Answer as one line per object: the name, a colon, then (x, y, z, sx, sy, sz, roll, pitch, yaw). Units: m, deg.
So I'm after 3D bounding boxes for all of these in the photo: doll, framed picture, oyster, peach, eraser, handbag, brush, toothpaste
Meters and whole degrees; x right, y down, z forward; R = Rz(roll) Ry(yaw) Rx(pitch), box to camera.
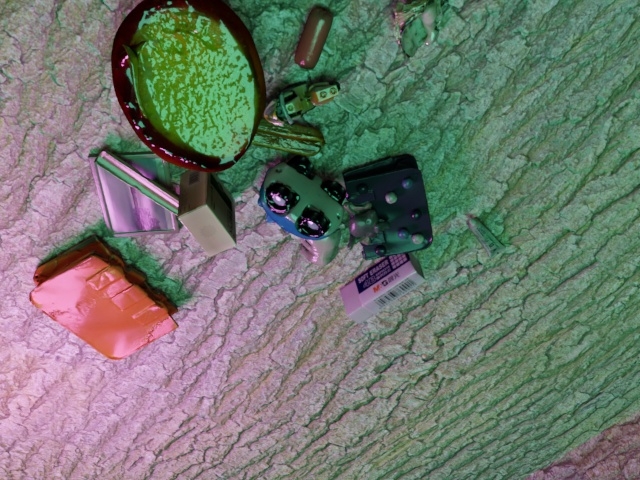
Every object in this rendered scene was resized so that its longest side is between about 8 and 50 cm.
doll: (0.000, 0.000, 1.988, 0.149, 0.095, 0.192, -1, 133, -4)
framed picture: (-0.531, -0.128, 1.846, 0.213, 0.016, 0.289, -3, 130, -6)
oyster: (0.244, -0.554, 1.574, 0.163, 0.081, 0.191, 2, 137, -47)
peach: (-0.300, -0.366, 1.481, 0.335, 0.310, 0.405, -23, 116, -5)
eraser: (0.203, 0.149, 2.124, 0.287, 0.130, 0.086, -37, 129, 19)
handbag: (0.191, -0.084, 1.936, 0.269, 0.118, 0.325, -15, 129, 5)
brush: (-0.492, -0.162, 1.786, 0.282, 0.048, 0.054, 34, 115, -23)
toothpaste: (0.539, -0.012, 2.098, 0.064, 0.041, 0.218, -37, 130, 14)
handbag: (-0.683, 0.192, 2.038, 0.304, 0.116, 0.410, -29, 129, 12)

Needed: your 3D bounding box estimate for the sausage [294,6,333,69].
sausage: (-0.017, -0.499, 1.580, 0.062, 0.062, 0.154, 12, 128, -18)

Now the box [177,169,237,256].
box: (-0.313, -0.087, 1.786, 0.095, 0.212, 0.168, -23, 130, 9)

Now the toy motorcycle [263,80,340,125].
toy motorcycle: (-0.056, -0.354, 1.652, 0.229, 0.129, 0.094, -18, 111, 6)

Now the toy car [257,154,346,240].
toy car: (-0.063, -0.103, 1.824, 0.255, 0.188, 0.190, 34, 142, -8)

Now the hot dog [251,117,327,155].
hot dog: (-0.093, -0.286, 1.750, 0.236, 0.062, 0.092, 12, 127, -15)
